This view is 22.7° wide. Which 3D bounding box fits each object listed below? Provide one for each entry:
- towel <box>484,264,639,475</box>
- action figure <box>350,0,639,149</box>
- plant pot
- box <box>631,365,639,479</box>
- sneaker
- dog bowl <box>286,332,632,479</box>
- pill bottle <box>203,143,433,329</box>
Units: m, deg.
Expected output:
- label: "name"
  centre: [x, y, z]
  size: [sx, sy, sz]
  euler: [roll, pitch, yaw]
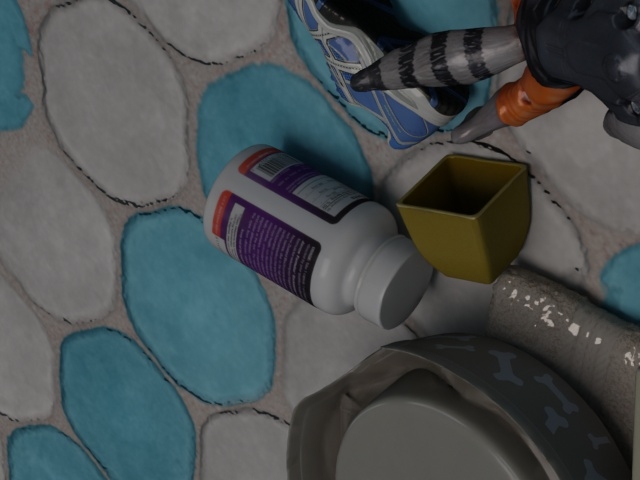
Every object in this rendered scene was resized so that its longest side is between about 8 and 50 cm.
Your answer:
- label: "towel"
  centre: [0.208, 0.169, 1.362]
  size: [0.187, 0.049, 0.282]
  euler: [27, 129, 29]
- label: "action figure"
  centre: [0.196, -0.100, 1.126]
  size: [0.330, 0.179, 0.341]
  euler: [10, 118, 50]
- label: "plant pot"
  centre: [0.124, -0.012, 1.313]
  size: [0.081, 0.081, 0.083]
  euler: [12, 131, 38]
- label: "box"
  centre: [0.328, 0.186, 1.201]
  size: [0.149, 0.127, 0.232]
  euler: [18, 125, 35]
- label: "sneaker"
  centre: [0.025, -0.162, 1.313]
  size: [0.211, 0.080, 0.081]
  euler: [50, 134, 10]
- label: "dog bowl"
  centre: [0.125, 0.237, 1.359]
  size: [0.349, 0.102, 0.348]
  euler: [23, 124, 40]
- label: "pill bottle"
  centre: [0.000, 0.000, 1.411]
  size: [0.193, 0.108, 0.108]
  euler: [30, 131, 28]
